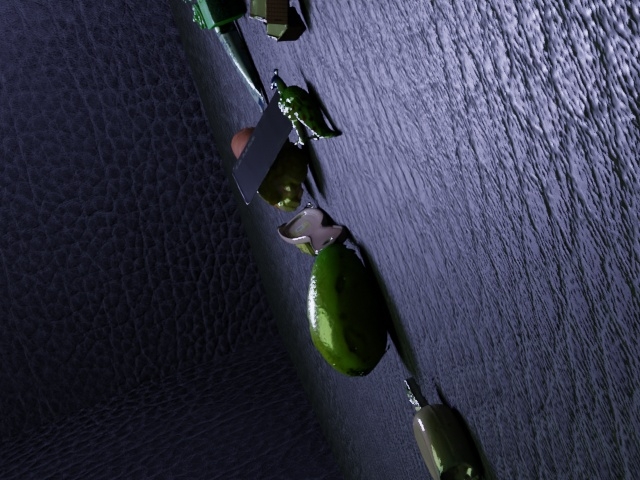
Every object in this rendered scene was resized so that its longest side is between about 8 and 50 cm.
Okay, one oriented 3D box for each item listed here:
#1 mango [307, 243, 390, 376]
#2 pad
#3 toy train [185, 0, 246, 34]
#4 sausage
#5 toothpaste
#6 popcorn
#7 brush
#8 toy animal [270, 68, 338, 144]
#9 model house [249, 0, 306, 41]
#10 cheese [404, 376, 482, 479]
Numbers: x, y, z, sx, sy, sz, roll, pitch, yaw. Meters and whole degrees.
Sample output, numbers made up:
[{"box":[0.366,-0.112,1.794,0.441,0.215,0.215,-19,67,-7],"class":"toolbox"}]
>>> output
[{"box":[0.031,0.092,1.657,0.119,0.100,0.178,109,149,-85],"class":"mango"},{"box":[-0.082,-0.140,1.840,0.157,0.003,0.112,-59,30,20],"class":"pad"},{"box":[-0.192,-0.448,1.986,0.119,0.085,0.251,-172,60,-77],"class":"toy train"},{"box":[-0.092,-0.133,2.117,0.326,0.079,0.087,-127,29,-67],"class":"sausage"},{"box":[-0.142,-0.319,2.154,0.062,0.037,0.216,94,151,-76],"class":"toothpaste"},{"box":[-0.059,-0.103,1.869,0.097,0.089,0.109,140,137,-65],"class":"popcorn"},{"box":[0.002,0.000,1.850,0.067,0.072,0.313,48,175,-13],"class":"brush"},{"box":[-0.014,-0.144,1.569,0.217,0.041,0.075,-126,18,-54],"class":"toy animal"},{"box":[-0.045,-0.263,1.412,0.058,0.057,0.083,21,116,47],"class":"model house"},{"box":[0.131,0.220,1.413,0.171,0.047,0.092,-129,22,-71],"class":"cheese"}]
